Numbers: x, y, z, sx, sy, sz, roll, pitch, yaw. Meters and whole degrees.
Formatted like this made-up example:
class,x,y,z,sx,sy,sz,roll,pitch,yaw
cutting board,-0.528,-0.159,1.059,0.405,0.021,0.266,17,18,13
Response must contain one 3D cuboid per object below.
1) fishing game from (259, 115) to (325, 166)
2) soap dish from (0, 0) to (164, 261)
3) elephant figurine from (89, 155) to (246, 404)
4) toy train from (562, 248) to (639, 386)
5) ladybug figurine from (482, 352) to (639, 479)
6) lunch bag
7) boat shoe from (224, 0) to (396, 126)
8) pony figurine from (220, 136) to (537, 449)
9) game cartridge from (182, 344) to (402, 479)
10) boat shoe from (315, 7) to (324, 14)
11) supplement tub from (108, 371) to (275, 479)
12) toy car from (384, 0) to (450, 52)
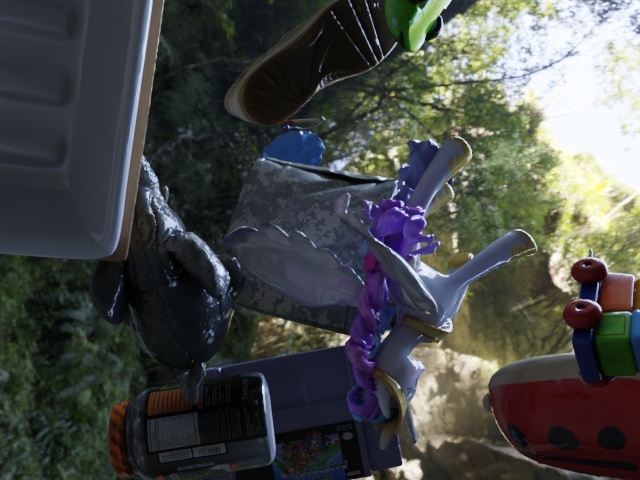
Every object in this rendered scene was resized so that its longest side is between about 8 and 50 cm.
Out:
class,x,y,z,sx,sy,sz,roll,pitch,yaw
fishing game,-0.077,-0.226,1.654,0.264,0.189,0.041,109,-35,-46
soap dish,-0.262,-0.131,0.516,0.118,0.229,0.291,-125,-135,-57
elephant figurine,-0.182,0.026,0.681,0.186,0.169,0.239,27,-28,23
toy train,0.385,0.064,0.746,0.143,0.248,0.105,-8,-63,33
ladybug figurine,0.509,0.326,1.127,0.449,0.162,0.305,-9,-42,38
lunch bag,0.000,0.000,1.064,0.305,0.212,0.256,13,-81,23
boat shoe,-0.008,-0.268,0.899,0.098,0.302,0.109,22,-33,57
pony figurine,0.098,0.039,0.811,0.351,0.363,0.303,50,-27,-22
game cartridge,-0.048,0.315,1.088,0.068,0.355,0.230,85,-5,-78
boat shoe,-0.014,-0.372,1.108,0.153,0.048,0.056,-28,-135,46
supplement tub,-0.157,0.235,0.779,0.117,0.190,0.117,172,-90,-88
toy car,0.103,-0.236,0.423,0.053,0.239,0.225,34,-89,17
